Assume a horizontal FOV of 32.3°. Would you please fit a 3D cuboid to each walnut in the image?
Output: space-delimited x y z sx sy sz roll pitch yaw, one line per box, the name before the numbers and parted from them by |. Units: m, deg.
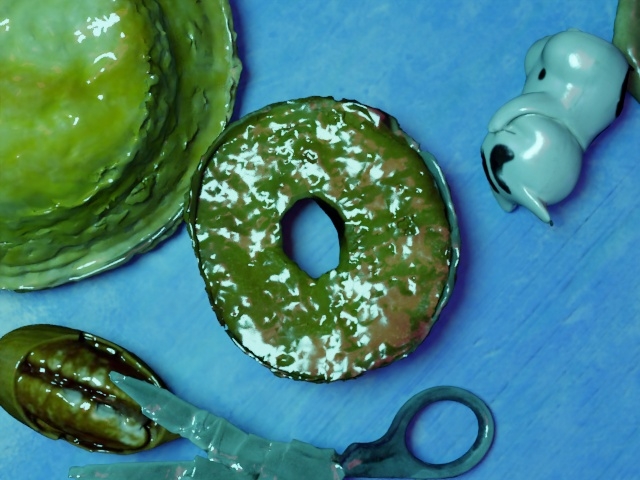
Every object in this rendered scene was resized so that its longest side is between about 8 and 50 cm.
walnut | -0.219 0.145 1.045 0.207 0.116 0.116 23 87 0

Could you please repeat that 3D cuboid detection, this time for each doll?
doll | 0.219 -0.115 1.050 0.107 0.110 0.181 34 87 -12

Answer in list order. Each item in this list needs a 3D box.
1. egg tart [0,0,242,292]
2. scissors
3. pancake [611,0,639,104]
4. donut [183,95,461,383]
egg tart | -0.279 -0.152 0.985 0.443 0.178 0.443 -3 101 -15
scissors | -0.033 0.223 1.015 0.383 0.029 0.256 17 79 -13
pancake | 0.396 -0.220 1.084 0.236 0.042 0.222 -43 89 0
donut | 0.000 0.000 1.058 0.272 0.107 0.272 0 81 0
